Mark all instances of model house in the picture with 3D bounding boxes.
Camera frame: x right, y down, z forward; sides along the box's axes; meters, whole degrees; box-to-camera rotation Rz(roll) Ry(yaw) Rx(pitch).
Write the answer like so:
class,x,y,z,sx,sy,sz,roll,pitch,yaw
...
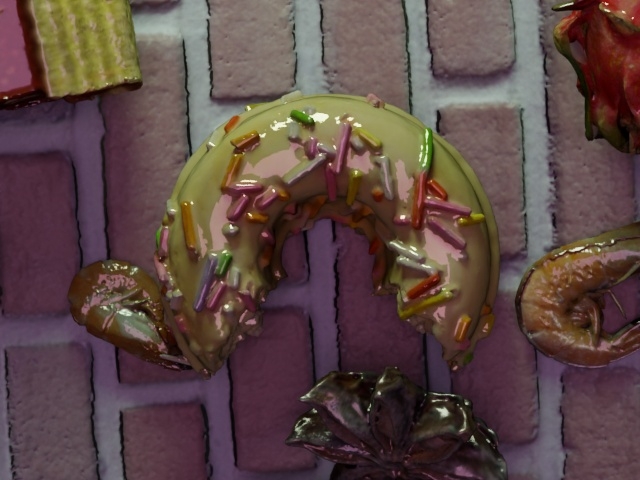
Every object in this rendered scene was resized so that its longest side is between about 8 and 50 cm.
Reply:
class,x,y,z,sx,sy,sz,roll,pitch,yaw
model house,-0.304,-0.233,1.777,0.254,0.160,0.196,-13,91,2

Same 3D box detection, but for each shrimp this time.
class,x,y,z,sx,sy,sz,roll,pitch,yaw
shrimp,0.334,0.049,1.822,0.251,0.052,0.143,-25,102,11
shrimp,-0.196,0.090,1.845,0.184,0.043,0.091,37,90,1

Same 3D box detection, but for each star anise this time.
class,x,y,z,sx,sy,sz,roll,pitch,yaw
star anise,0.088,0.208,1.782,0.223,0.109,0.236,-11,131,29

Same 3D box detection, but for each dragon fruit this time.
class,x,y,z,sx,sy,sz,roll,pitch,yaw
dragon fruit,0.369,-0.228,1.718,0.231,0.237,0.303,16,105,22

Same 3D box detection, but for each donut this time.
class,x,y,z,sx,sy,sz,roll,pitch,yaw
donut,0.008,-0.007,1.774,0.371,0.150,0.307,-1,88,0
